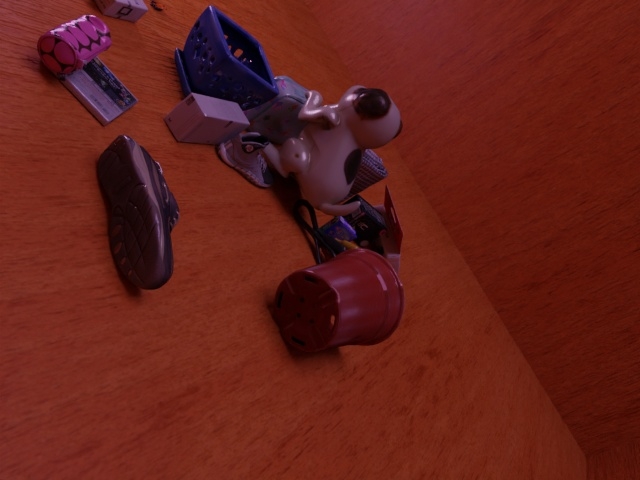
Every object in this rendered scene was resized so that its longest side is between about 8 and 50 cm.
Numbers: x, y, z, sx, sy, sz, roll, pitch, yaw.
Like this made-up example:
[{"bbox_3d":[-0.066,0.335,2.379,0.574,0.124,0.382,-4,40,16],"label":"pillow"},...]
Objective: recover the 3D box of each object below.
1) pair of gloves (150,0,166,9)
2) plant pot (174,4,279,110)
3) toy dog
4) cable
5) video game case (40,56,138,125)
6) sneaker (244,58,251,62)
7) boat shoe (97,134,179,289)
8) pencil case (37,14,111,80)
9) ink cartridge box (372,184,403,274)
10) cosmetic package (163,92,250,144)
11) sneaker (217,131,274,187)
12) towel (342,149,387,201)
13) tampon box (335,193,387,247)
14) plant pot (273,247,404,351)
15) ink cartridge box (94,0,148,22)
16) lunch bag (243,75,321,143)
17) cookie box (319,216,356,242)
[{"bbox_3d":[-0.539,-0.776,1.894,0.083,0.010,0.074,55,24,3],"label":"pair of gloves"},{"bbox_3d":[-0.296,-0.510,1.767,0.236,0.212,0.235,22,41,-53],"label":"plant pot"},{"bbox_3d":[0.062,-0.317,1.855,0.285,0.408,0.395,35,15,-52],"label":"toy dog"},{"bbox_3d":[0.000,0.000,1.880,0.287,0.139,0.072,43,-12,15],"label":"cable"},{"bbox_3d":[-0.530,-0.369,1.364,0.190,0.022,0.173,48,25,-18],"label":"video game case"},{"bbox_3d":[-0.233,-0.617,2.136,0.112,0.131,0.319,50,24,-15],"label":"sneaker"},{"bbox_3d":[-0.344,-0.060,1.190,0.130,0.132,0.355,22,42,-53],"label":"boat shoe"},{"bbox_3d":[-0.534,-0.433,1.299,0.098,0.095,0.209,15,35,-4],"label":"pencil case"},{"bbox_3d":[0.251,-0.038,2.262,0.238,0.060,0.275,87,-7,-49],"label":"ink cartridge box"},{"bbox_3d":[-0.309,-0.331,1.631,0.085,0.117,0.231,58,24,6],"label":"cosmetic package"},{"bbox_3d":[-0.183,-0.246,1.745,0.229,0.132,0.086,29,35,-47],"label":"sneaker"},{"bbox_3d":[0.090,-0.251,2.170,0.284,0.235,0.121,17,51,-56],"label":"towel"},{"bbox_3d":[0.149,-0.072,2.191,0.161,0.121,0.101,36,30,-39],"label":"tampon box"},{"bbox_3d":[0.036,0.162,1.516,0.265,0.272,0.272,-4,63,-55],"label":"plant pot"},{"bbox_3d":[-0.575,-0.677,1.626,0.104,0.060,0.180,58,23,2],"label":"ink cartridge box"},{"bbox_3d":[-0.123,-0.442,2.004,0.279,0.224,0.107,10,51,-59],"label":"lunch bag"},{"bbox_3d":[0.050,-0.021,1.945,0.092,0.107,0.040,45,23,-27],"label":"cookie box"}]
